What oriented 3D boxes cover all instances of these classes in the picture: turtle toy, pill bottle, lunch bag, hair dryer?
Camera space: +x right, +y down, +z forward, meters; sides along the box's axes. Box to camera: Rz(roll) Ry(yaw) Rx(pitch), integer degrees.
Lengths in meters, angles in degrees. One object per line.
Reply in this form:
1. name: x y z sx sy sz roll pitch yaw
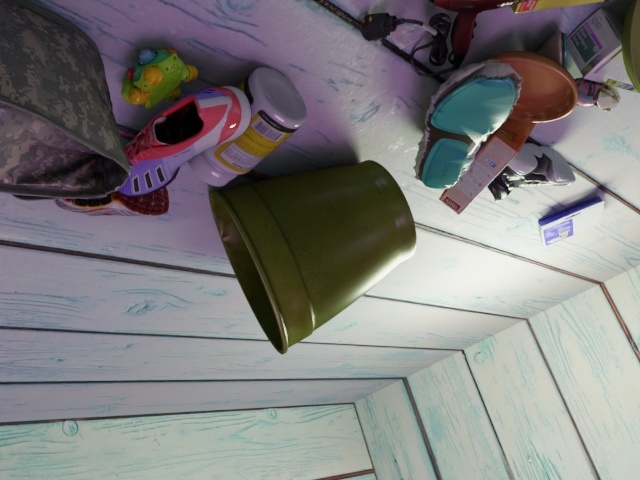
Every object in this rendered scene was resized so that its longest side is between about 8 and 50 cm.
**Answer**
1. turtle toy: -0.256 -0.244 0.949 0.130 0.066 0.095 -35 173 37
2. pill bottle: -0.133 -0.189 1.079 0.208 0.119 0.119 -35 150 32
3. lunch bag: -0.387 -0.183 0.792 0.169 0.235 0.287 -38 148 25
4. hair dryer: 0.229 -0.368 0.995 0.293 0.080 0.223 -13 165 39

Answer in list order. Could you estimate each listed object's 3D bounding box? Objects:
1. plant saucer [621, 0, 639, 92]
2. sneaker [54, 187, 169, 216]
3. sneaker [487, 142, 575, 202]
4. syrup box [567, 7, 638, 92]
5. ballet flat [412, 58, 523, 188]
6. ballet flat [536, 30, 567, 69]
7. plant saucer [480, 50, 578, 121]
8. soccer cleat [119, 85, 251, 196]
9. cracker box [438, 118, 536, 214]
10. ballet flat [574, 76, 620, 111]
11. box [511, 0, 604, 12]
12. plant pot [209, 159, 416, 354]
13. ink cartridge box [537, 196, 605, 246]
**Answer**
1. plant saucer: 0.617 -0.366 1.139 0.240 0.241 0.037 1 -174 -35
2. sneaker: -0.391 -0.088 1.183 0.225 0.088 0.092 7 166 -41
3. sneaker: 0.510 -0.164 1.575 0.268 0.101 0.153 9 145 -33
4. syrup box: 0.598 -0.365 1.226 0.236 0.093 0.096 0 150 -33
5. ballet flat: 0.263 -0.243 1.209 0.146 0.147 0.409 -12 160 -12
6. ballet flat: 0.451 -0.324 1.243 0.086 0.086 0.248 -25 155 14
7. plant saucer: 0.390 -0.297 1.194 0.199 0.037 0.200 21 163 7
8. soccer cleat: -0.259 -0.159 1.019 0.318 0.109 0.116 -23 176 32
9. cracker box: 0.370 -0.180 1.387 0.156 0.067 0.232 -50 175 -40
10. ballet flat: 0.565 -0.297 1.274 0.221 0.079 0.077 -21 146 -50
11. box: 0.420 -0.433 1.015 0.232 0.058 0.087 -11 154 -13
12. plant pot: 0.000 0.000 1.330 0.352 0.367 0.366 -23 156 -14
13. ink cartridge box: 0.806 -0.067 2.015 0.206 0.045 0.208 -24 155 13
